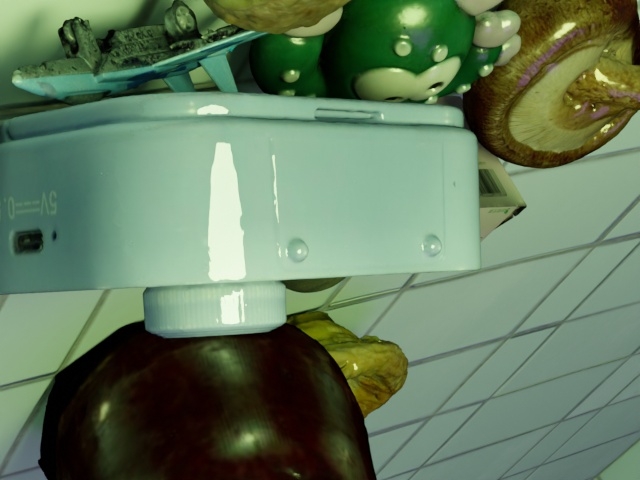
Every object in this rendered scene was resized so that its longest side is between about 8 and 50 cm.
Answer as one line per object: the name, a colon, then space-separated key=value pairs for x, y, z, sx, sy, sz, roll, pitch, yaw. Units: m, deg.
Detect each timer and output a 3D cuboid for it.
timer: x=-0.093 y=-0.011 z=1.256 sx=0.395 sy=0.173 sz=0.395 roll=-4 pitch=179 yaw=0

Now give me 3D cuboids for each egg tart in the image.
egg tart: x=-0.030 y=0.178 z=1.967 sx=0.294 sy=0.123 sz=0.294 roll=-22 pitch=157 yaw=-10

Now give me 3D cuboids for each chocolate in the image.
chocolate: x=-0.103 y=0.305 z=1.704 sx=0.384 sy=0.331 sz=0.383 roll=-6 pitch=129 yaw=-8

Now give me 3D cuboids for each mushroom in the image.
mushroom: x=0.224 y=-0.173 z=1.534 sx=0.194 sy=0.138 sz=0.231 roll=-15 pitch=146 yaw=-1

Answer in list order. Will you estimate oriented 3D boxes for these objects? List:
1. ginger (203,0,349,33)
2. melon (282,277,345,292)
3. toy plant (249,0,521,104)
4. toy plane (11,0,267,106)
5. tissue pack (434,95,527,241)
ginger: x=0.029 y=-0.255 z=1.115 sx=0.221 sy=0.130 sz=0.275 roll=-23 pitch=164 yaw=-38
melon: x=0.000 y=0.000 z=1.655 sx=0.131 sy=0.098 sz=0.098 roll=-33 pitch=158 yaw=16
toy plant: x=0.058 y=-0.167 z=1.348 sx=0.233 sy=0.112 sz=0.243 roll=-21 pitch=159 yaw=3
toy plane: x=-0.146 y=-0.135 z=1.182 sx=0.169 sy=0.078 sz=0.246 roll=-17 pitch=172 yaw=35
tissue pack: x=0.065 y=-0.063 z=1.540 sx=0.246 sy=0.148 sz=0.092 roll=-4 pitch=147 yaw=-43
